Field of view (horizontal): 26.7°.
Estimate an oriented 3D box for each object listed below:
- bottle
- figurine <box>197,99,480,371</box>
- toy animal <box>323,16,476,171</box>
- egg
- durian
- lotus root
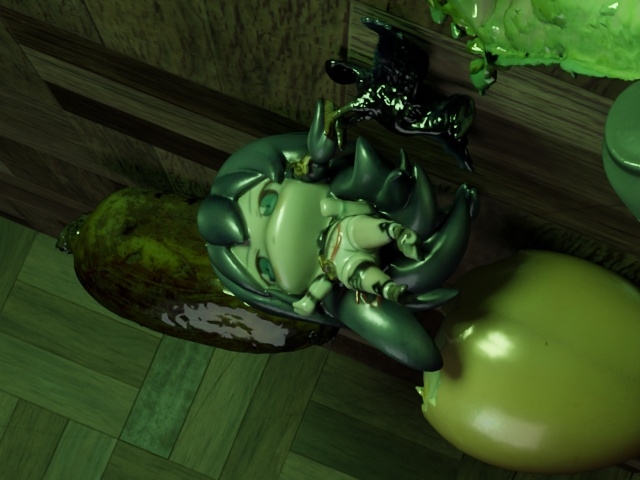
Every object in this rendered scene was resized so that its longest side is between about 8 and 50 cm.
[{"bbox_3d":[0.245,-0.020,0.807,0.096,0.079,0.253,-16,151,27],"label":"bottle"},{"bbox_3d":[0.018,-0.003,1.136,0.265,0.175,0.197,25,178,35],"label":"figurine"},{"bbox_3d":[0.053,-0.095,0.917,0.108,0.062,0.220,-2,159,22],"label":"toy animal"},{"bbox_3d":[0.212,0.113,1.214,0.244,0.201,0.201,11,167,16],"label":"egg"},{"bbox_3d":[0.104,-0.123,0.535,0.137,0.095,0.220,63,159,-14],"label":"durian"},{"bbox_3d":[-0.148,0.040,1.665,0.397,0.179,0.196,18,167,19],"label":"lotus root"}]
